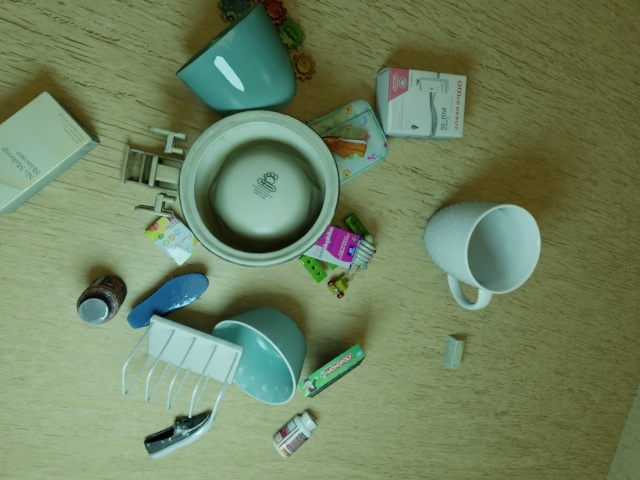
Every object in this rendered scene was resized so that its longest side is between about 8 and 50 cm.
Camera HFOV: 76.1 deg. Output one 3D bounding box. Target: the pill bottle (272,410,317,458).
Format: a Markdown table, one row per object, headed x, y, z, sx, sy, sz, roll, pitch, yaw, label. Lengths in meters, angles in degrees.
| x | y | z | sx | sy | sz | roll | pitch | yaw | label |
| --- | --- | --- | --- | --- | --- | --- | --- | --- | --- |
| -0.087 | 0.674 | 1.428 | 0.152 | 0.086 | 0.086 | -40 | 107 | -7 | pill bottle |

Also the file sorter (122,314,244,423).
| x | y | z | sx | sy | sz | roll | pitch | yaw | label |
| --- | --- | --- | --- | --- | --- | --- | --- | --- | --- |
| -0.394 | 0.379 | 1.173 | 0.277 | 0.173 | 0.193 | 21 | 130 | -3 | file sorter |

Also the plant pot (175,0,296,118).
| x | y | z | sx | sy | sz | roll | pitch | yaw | label |
| --- | --- | --- | --- | --- | --- | --- | --- | --- | --- |
| -0.205 | -0.453 | 1.128 | 0.293 | 0.293 | 0.235 | -44 | 121 | -6 | plant pot |

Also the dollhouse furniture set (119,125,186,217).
| x | y | z | sx | sy | sz | roll | pitch | yaw | label |
| --- | --- | --- | --- | --- | --- | --- | --- | --- | --- |
| -0.461 | -0.190 | 1.103 | 0.160 | 0.242 | 0.212 | 10 | 95 | -18 | dollhouse furniture set |

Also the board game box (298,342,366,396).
| x | y | z | sx | sy | sz | roll | pitch | yaw | label |
| --- | --- | --- | --- | --- | --- | --- | --- | --- | --- |
| 0.041 | 0.430 | 1.326 | 0.213 | 0.317 | 0.046 | -31 | 71 | -10 | board game box |

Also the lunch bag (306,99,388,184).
| x | y | z | sx | sy | sz | roll | pitch | yaw | label |
| --- | --- | --- | --- | --- | --- | --- | --- | --- | --- |
| 0.062 | -0.309 | 1.312 | 0.279 | 0.108 | 0.224 | -30 | 106 | -10 | lunch bag |

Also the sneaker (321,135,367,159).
| x | y | z | sx | sy | sz | roll | pitch | yaw | label |
| --- | --- | --- | --- | --- | --- | --- | --- | --- | --- |
| 0.057 | -0.278 | 1.227 | 0.175 | 0.064 | 0.068 | 5 | 106 | -14 | sneaker |

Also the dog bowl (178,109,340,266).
| x | y | z | sx | sy | sz | roll | pitch | yaw | label |
| --- | --- | --- | --- | --- | --- | --- | --- | --- | --- |
| -0.155 | -0.127 | 1.098 | 0.407 | 0.150 | 0.409 | 0 | 82 | -1 | dog bowl |

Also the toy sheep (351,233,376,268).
| x | y | z | sx | sy | sz | roll | pitch | yaw | label |
| --- | --- | --- | --- | --- | --- | --- | --- | --- | --- |
| 0.133 | 0.036 | 1.351 | 0.091 | 0.091 | 0.132 | 30 | 103 | -19 | toy sheep |

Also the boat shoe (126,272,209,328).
| x | y | z | sx | sy | sz | roll | pitch | yaw | label |
| --- | --- | --- | --- | --- | --- | --- | --- | --- | --- |
| -0.461 | 0.169 | 1.243 | 0.258 | 0.089 | 0.109 | -25 | 91 | -7 | boat shoe |

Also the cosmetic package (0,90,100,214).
| x | y | z | sx | sy | sz | roll | pitch | yaw | label |
| --- | --- | --- | --- | --- | --- | --- | --- | --- | --- |
| -0.769 | -0.226 | 1.075 | 0.309 | 0.113 | 0.160 | -43 | 108 | -8 | cosmetic package |

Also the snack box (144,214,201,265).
| x | y | z | sx | sy | sz | roll | pitch | yaw | label |
| --- | --- | --- | --- | --- | --- | --- | --- | --- | --- |
| -0.443 | -0.008 | 1.243 | 0.100 | 0.037 | 0.141 | -44 | 108 | -5 | snack box |

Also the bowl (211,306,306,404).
| x | y | z | sx | sy | sz | roll | pitch | yaw | label |
| --- | --- | --- | --- | --- | --- | --- | --- | --- | --- |
| -0.167 | 0.330 | 1.269 | 0.163 | 0.311 | 0.312 | -43 | 113 | -48 | bowl |

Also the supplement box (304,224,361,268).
| x | y | z | sx | sy | sz | roll | pitch | yaw | label |
| --- | --- | --- | --- | --- | --- | --- | --- | --- | --- |
| 0.000 | 0.000 | 1.270 | 0.219 | 0.114 | 0.111 | 18 | 92 | -29 | supplement box |

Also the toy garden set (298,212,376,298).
| x | y | z | sx | sy | sz | roll | pitch | yaw | label |
| --- | --- | --- | --- | --- | --- | --- | --- | --- | --- |
| 0.075 | 0.058 | 1.406 | 0.244 | 0.049 | 0.204 | -40 | 105 | -8 | toy garden set |

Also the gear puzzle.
| x | y | z | sx | sy | sz | roll | pitch | yaw | label |
| --- | --- | --- | --- | --- | --- | --- | --- | --- | --- |
| -0.142 | -0.623 | 1.236 | 0.175 | 0.044 | 0.339 | -45 | 108 | -6 | gear puzzle |

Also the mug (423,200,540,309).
| x | y | z | sx | sy | sz | roll | pitch | yaw | label |
| --- | --- | --- | --- | --- | --- | --- | --- | --- | --- |
| 0.507 | 0.050 | 1.384 | 0.276 | 0.328 | 0.375 | -5 | 100 | -16 | mug |

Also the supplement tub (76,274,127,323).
| x | y | z | sx | sy | sz | roll | pitch | yaw | label |
| --- | --- | --- | --- | --- | --- | --- | --- | --- | --- |
| -0.607 | 0.167 | 1.137 | 0.105 | 0.198 | 0.106 | -3 | 100 | -17 | supplement tub |

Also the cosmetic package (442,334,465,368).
| x | y | z | sx | sy | sz | roll | pitch | yaw | label |
| --- | --- | --- | --- | --- | --- | --- | --- | --- | --- |
| 0.517 | 0.433 | 1.587 | 0.041 | 0.060 | 0.115 | 7 | 98 | -19 | cosmetic package |

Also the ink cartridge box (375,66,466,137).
| x | y | z | sx | sy | sz | roll | pitch | yaw | label |
| --- | --- | --- | --- | --- | --- | --- | --- | --- | --- |
| 0.333 | -0.450 | 1.367 | 0.282 | 0.117 | 0.208 | -1 | 98 | -16 | ink cartridge box |

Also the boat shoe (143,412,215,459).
| x | y | z | sx | sy | sz | roll | pitch | yaw | label |
| --- | --- | --- | --- | --- | --- | --- | --- | --- | --- |
| -0.457 | 0.612 | 1.318 | 0.228 | 0.080 | 0.076 | -26 | 106 | -4 | boat shoe |
